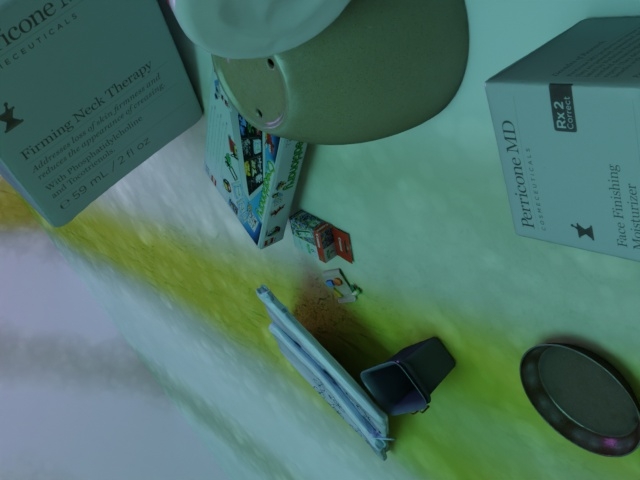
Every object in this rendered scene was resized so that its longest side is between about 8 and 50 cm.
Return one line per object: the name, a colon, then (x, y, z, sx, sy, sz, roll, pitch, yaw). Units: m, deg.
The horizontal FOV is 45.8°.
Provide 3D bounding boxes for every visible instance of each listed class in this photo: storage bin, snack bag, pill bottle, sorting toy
storage bin: (0.143, 0.207, 1.158, 0.098, 0.091, 0.135, 54, 152, 2)
snack bag: (0.011, 0.250, 1.364, 0.323, 0.037, 0.342, 45, 167, 20)
pill bottle: (-0.099, -0.336, 0.688, 0.319, 0.176, 0.176, 63, 156, 24)
sorting toy: (0.036, 0.077, 1.263, 0.062, 0.012, 0.083, 60, 151, -8)

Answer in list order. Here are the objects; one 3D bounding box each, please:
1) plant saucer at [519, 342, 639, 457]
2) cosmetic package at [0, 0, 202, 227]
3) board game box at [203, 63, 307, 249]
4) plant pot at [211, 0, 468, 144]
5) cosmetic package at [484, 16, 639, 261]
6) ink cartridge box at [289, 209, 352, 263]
plant saucer: (0.324, 0.191, 0.936, 0.168, 0.029, 0.168, 38, 147, 30)
cosmetic package: (-0.453, -0.305, 1.196, 0.327, 0.329, 0.394, 39, 161, 28)
board game box: (-0.108, -0.144, 1.181, 0.193, 0.053, 0.305, 53, 152, 21)
plant pot: (-0.007, -0.218, 0.838, 0.284, 0.191, 0.284, 36, 146, 29)
cosmetic package: (0.261, -0.086, 0.613, 0.183, 0.151, 0.151, 15, 131, 50)
ink cartridge box: (0.000, 0.000, 1.219, 0.115, 0.029, 0.063, 28, 141, 41)
